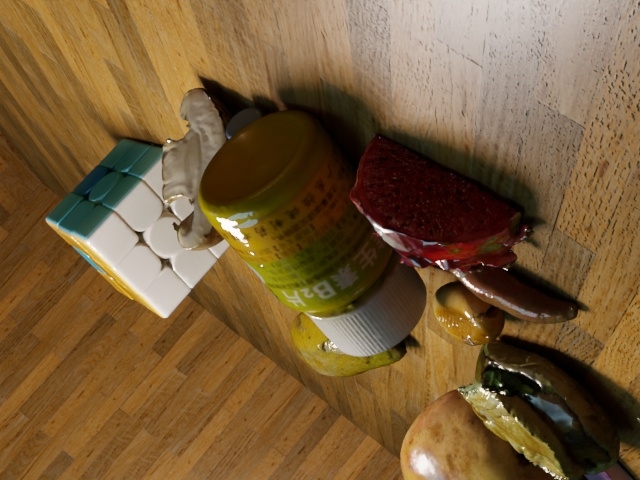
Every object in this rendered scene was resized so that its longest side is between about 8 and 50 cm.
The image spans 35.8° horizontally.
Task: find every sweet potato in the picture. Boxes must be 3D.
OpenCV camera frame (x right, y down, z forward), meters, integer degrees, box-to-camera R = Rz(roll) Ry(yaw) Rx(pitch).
[{"bbox_3d":[0.250,0.060,1.433,0.255,0.058,0.078,31,166,19],"label":"sweet potato"}]

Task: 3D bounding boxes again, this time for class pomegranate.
[{"bbox_3d":[0.319,0.445,1.957,0.322,0.322,0.322,37,165,12],"label":"pomegranate"}]

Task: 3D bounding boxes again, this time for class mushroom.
[{"bbox_3d":[-0.173,-0.111,1.695,0.156,0.285,0.151,-11,161,34],"label":"mushroom"}]

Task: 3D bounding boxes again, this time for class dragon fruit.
[{"bbox_3d":[0.151,-0.011,1.342,0.274,0.126,0.161,32,163,31],"label":"dragon fruit"}]

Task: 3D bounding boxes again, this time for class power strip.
[{"bbox_3d":[0.568,0.471,1.892,0.279,0.037,0.109,46,165,-21],"label":"power strip"}]

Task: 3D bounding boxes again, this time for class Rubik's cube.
[{"bbox_3d":[-0.421,-0.036,2.362,0.291,0.290,0.292,49,164,-32],"label":"Rubik's cube"}]

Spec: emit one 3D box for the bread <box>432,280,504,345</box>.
[{"bbox_3d":[0.242,0.114,1.588,0.114,0.077,0.189,62,164,-2],"label":"bread"}]

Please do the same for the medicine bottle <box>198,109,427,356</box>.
[{"bbox_3d":[0.000,0.000,1.554,0.224,0.224,0.384,22,157,51],"label":"medicine bottle"}]

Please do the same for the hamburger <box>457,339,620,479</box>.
[{"bbox_3d":[0.367,0.286,1.672,0.265,0.134,0.285,45,171,-28],"label":"hamburger"}]

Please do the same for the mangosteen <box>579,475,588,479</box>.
[{"bbox_3d":[0.508,0.487,2.009,0.081,0.081,0.081,37,165,12],"label":"mangosteen"}]

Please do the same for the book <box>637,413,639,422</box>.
[{"bbox_3d":[0.597,0.346,1.485,0.228,0.024,0.160,23,155,51],"label":"book"}]

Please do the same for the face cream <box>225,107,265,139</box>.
[{"bbox_3d":[-0.034,-0.072,1.698,0.385,0.086,0.135,52,-162,-39],"label":"face cream"}]

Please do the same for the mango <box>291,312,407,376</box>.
[{"bbox_3d":[0.052,0.227,2.224,0.177,0.175,0.329,-2,-178,-23],"label":"mango"}]
